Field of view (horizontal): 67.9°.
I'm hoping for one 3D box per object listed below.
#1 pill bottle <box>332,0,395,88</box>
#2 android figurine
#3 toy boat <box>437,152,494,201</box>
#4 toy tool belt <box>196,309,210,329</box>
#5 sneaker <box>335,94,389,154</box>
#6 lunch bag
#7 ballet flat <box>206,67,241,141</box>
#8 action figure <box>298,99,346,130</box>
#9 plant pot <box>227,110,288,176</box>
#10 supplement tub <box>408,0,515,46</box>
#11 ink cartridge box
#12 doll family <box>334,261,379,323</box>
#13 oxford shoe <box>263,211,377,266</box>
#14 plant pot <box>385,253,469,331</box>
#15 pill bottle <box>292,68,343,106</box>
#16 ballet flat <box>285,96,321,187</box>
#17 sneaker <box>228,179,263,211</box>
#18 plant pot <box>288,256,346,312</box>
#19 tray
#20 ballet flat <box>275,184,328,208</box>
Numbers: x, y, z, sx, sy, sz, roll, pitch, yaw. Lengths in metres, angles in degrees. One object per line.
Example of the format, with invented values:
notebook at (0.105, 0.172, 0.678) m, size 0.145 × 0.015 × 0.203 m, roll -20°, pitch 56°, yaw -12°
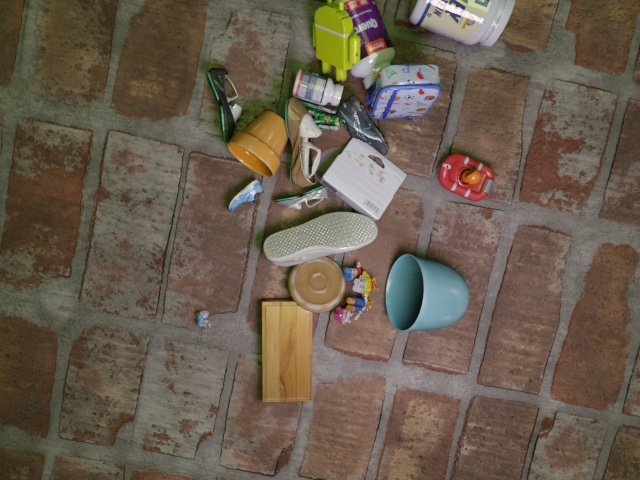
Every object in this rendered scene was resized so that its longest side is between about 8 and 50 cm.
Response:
pill bottle at (0.160, -0.739, 1.760) m, size 0.181 × 0.181 × 0.323 m, roll -25°, pitch 96°, yaw 0°
android figurine at (0.050, -0.722, 1.705) m, size 0.056 × 0.248 × 0.273 m, roll -28°, pitch 137°, yaw -27°
toy boat at (0.573, -0.248, 1.846) m, size 0.230 × 0.151 × 0.151 m, roll 23°, pitch 94°, yaw -5°
toy tool belt at (-0.471, 0.323, 1.907) m, size 0.052 × 0.051 × 0.084 m, roll -6°, pitch 97°, yaw -2°
sneaker at (0.165, -0.427, 1.830) m, size 0.106 × 0.101 × 0.267 m, roll -36°, pitch 111°, yaw 14°
lunch bag at (0.295, -0.532, 1.736) m, size 0.242 × 0.303 × 0.115 m, roll -5°, pitch 83°, yaw -3°
ballet flat at (-0.354, -0.521, 1.807) m, size 0.096 × 0.095 × 0.281 m, roll -14°, pitch 97°, yaw -13°
action figure at (-0.001, -0.474, 1.844) m, size 0.231 × 0.063 × 0.137 m, roll 5°, pitch 93°, yaw -7°
plant pot at (-0.214, -0.374, 1.786) m, size 0.205 × 0.205 × 0.188 m, roll 33°, pitch 78°, yaw -5°
supplement tub at (0.511, -0.863, 1.736) m, size 0.324 × 0.235 × 0.236 m, roll 19°, pitch 95°, yaw -4°
ink cartridge box at (0.171, -0.245, 1.876) m, size 0.275 × 0.060 × 0.239 m, roll 37°, pitch 69°, yaw -6°
doll family at (0.158, 0.221, 1.879) m, size 0.118 × 0.163 × 0.263 m, roll 16°, pitch 97°, yaw 28°
oxford shoe at (0.000, 0.000, 1.856) m, size 0.448 × 0.130 × 0.169 m, roll -14°, pitch 65°, yaw 0°
plant pot at (0.422, 0.210, 1.829) m, size 0.234 × 0.293 × 0.294 m, roll 7°, pitch 96°, yaw -18°
pill bottle at (-0.009, -0.575, 1.807) m, size 0.179 × 0.108 × 0.108 m, roll 16°, pitch 95°, yaw -5°
ballet flat at (-0.056, -0.359, 1.777) m, size 0.124 × 0.116 × 0.343 m, roll 14°, pitch 117°, yaw 29°
sneaker at (-0.291, -0.164, 1.860) m, size 0.162 × 0.063 × 0.073 m, roll -40°, pitch 100°, yaw 2°
plant pot at (-0.010, 0.166, 1.883) m, size 0.236 × 0.032 × 0.237 m, roll 2°, pitch 77°, yaw -8°
tray at (-0.133, 0.443, 1.926) m, size 0.202 × 0.076 × 0.412 m, roll 0°, pitch 97°, yaw -2°
ballet flat at (-0.071, -0.157, 1.867) m, size 0.213 × 0.072 × 0.068 m, roll -17°, pitch 103°, yaw -1°
